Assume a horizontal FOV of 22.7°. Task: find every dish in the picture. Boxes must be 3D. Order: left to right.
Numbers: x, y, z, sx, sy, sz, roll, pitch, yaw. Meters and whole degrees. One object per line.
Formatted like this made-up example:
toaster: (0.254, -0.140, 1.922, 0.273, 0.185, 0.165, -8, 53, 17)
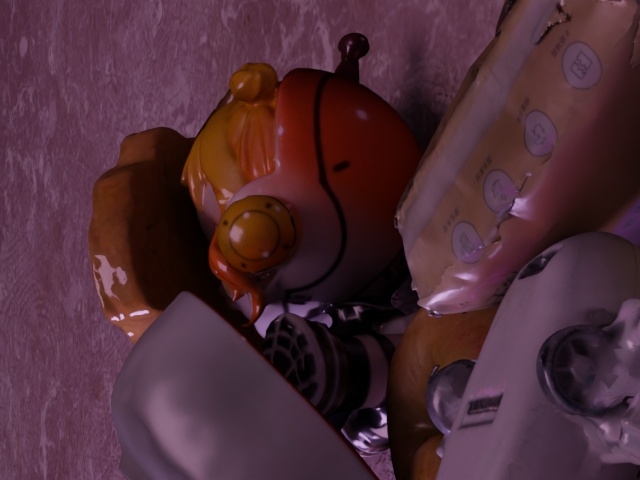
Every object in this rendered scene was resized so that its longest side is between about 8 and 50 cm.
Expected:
dish: (-0.054, 0.164, 1.098, 0.256, 0.117, 0.256, 46, 168, 13)

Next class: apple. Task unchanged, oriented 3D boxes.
apple: (0.137, 0.124, 1.043, 0.209, 0.164, 0.209, -175, 90, -71)

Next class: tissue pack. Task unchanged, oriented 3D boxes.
tissue pack: (0.171, -0.079, 0.909, 0.123, 0.215, 0.257, 62, 143, 30)

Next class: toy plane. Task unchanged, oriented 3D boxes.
toy plane: (0.122, 0.114, 0.833, 0.252, 0.118, 0.252, -59, 16, 29)

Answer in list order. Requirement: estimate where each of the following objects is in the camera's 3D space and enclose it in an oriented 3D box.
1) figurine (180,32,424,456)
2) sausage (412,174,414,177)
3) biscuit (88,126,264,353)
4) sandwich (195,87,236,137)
figurine: (0.005, 0.000, 1.288, 0.320, 0.196, 0.323, 51, -162, -72)
sausage: (0.148, -0.082, 1.110, 0.289, 0.086, 0.086, 128, 136, -52)
biscuit: (-0.094, 0.058, 1.362, 0.312, 0.057, 0.351, 60, -157, -20)
sandwich: (-0.095, -0.055, 1.621, 0.244, 0.090, 0.088, 126, 141, -47)
